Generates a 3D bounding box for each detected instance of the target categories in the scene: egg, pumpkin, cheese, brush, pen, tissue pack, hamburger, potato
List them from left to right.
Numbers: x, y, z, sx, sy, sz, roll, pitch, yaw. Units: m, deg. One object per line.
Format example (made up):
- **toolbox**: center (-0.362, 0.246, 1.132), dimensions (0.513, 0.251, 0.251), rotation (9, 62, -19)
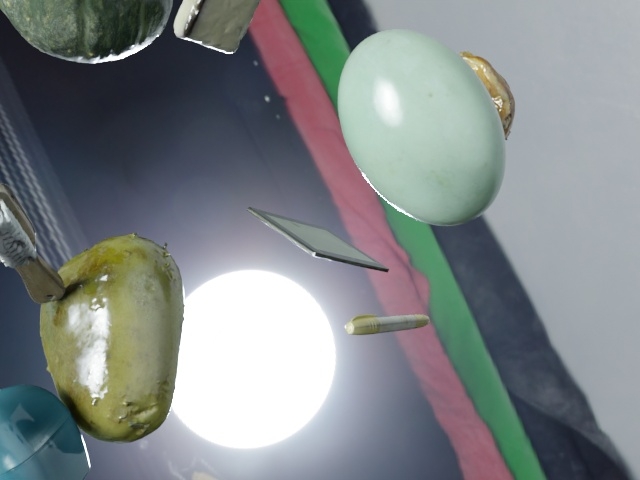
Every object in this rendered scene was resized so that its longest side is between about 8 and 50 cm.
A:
- **tissue pack**: center (-0.523, 0.339, 1.161), dimensions (0.206, 0.287, 0.198), rotation (67, -163, -10)
- **brush**: center (-0.429, 0.029, 1.096), dimensions (0.065, 0.070, 0.327), rotation (60, 165, 24)
- **pumpkin**: center (-0.396, -0.436, 1.207), dimensions (0.291, 0.258, 0.327), rotation (-16, -141, -39)
- **potato**: center (-0.361, 0.171, 1.313), dimensions (0.219, 0.269, 0.359), rotation (27, -129, -48)
- **cheese**: center (-0.036, -0.375, 0.768), dimensions (0.085, 0.400, 0.034), rotation (4, -144, -46)
- **pen**: center (0.133, 0.159, 1.475), dimensions (0.233, 0.032, 0.040), rotation (0, -122, -44)
- **egg**: center (0.187, -0.207, 1.407), dimensions (0.389, 0.276, 0.276), rotation (57, -146, -1)
- **hamburger**: center (0.306, -0.296, 1.695), dimensions (0.211, 0.260, 0.245), rotation (-23, -64, -71)

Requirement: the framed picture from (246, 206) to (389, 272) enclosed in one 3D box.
- **framed picture**: center (0.000, 0.000, 1.991), dimensions (0.265, 0.016, 0.347), rotation (33, -168, 34)
